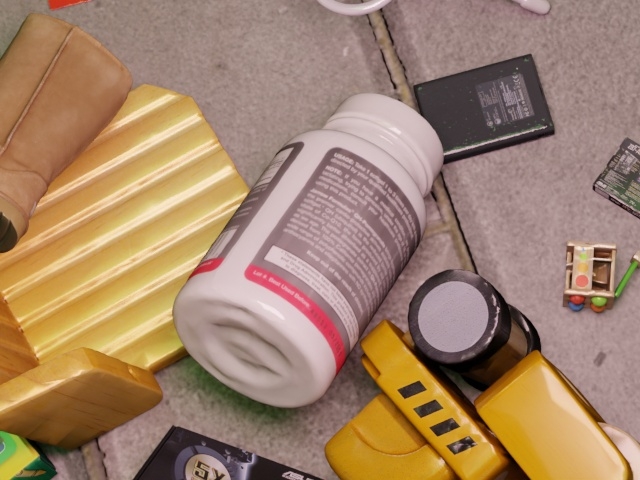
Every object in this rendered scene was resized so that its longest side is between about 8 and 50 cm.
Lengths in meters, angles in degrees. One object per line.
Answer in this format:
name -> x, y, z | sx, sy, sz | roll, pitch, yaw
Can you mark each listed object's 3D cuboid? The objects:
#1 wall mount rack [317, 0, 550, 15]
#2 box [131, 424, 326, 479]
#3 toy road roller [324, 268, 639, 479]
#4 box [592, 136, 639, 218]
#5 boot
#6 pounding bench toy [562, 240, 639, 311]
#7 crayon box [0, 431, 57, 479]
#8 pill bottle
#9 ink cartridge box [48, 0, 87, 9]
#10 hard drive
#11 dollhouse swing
wall mount rack -> 0.112, -0.383, 2.080 | 0.304, 0.130, 0.350 | 6, 73, 12
box -> -0.100, 0.280, 1.869 | 0.180, 0.077, 0.147 | 19, 33, 12
toy road roller -> 0.160, 0.208, 1.847 | 0.240, 0.202, 0.329 | -43, 67, 5
box -> 0.343, -0.061, 2.001 | 0.083, 0.018, 0.067 | 33, 78, 15
boot -> -0.336, -0.139, 1.870 | 0.236, 0.089, 0.269 | 41, 44, -16
pounding bench toy -> 0.296, 0.041, 1.956 | 0.083, 0.052, 0.065 | 3, 73, 7
crayon box -> -0.429, 0.187, 1.971 | 0.165, 0.081, 0.278 | -39, 73, -7
pill bottle -> 0.000, 0.000, 1.906 | 0.176, 0.176, 0.318 | 25, 56, 13
ink cartridge box -> -0.249, -0.400, 2.157 | 0.189, 0.066, 0.232 | -14, 67, 1
hard drive -> 0.177, -0.143, 2.043 | 0.135, 0.022, 0.094 | -15, 71, 1
dollhouse swing -> -0.248, -0.017, 1.926 | 0.305, 0.315, 0.347 | -33, 71, 6
